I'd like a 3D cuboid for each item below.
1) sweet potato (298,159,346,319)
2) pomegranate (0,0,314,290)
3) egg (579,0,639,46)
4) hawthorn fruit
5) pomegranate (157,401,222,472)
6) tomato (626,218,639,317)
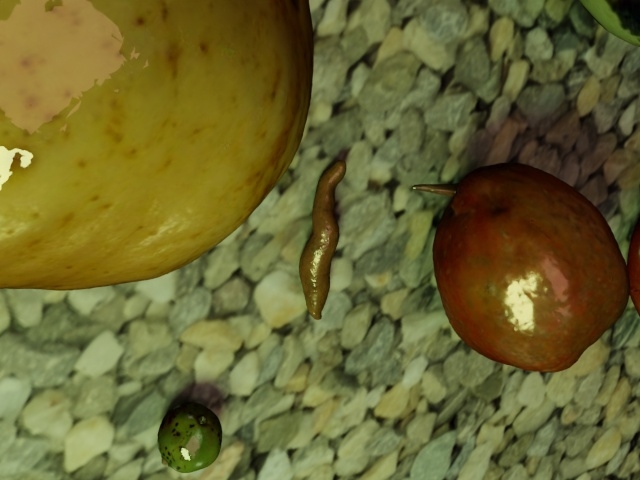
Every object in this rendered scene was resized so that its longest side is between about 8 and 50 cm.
[{"bbox_3d":[0.002,0.002,0.825,0.044,0.044,0.179,1,104,-26],"label":"sweet potato"},{"bbox_3d":[-0.165,-0.158,0.492,0.409,0.410,0.411,-7,107,-24],"label":"pomegranate"},{"bbox_3d":[0.385,-0.383,0.768,0.287,0.287,0.380,3,90,-27],"label":"egg"},{"bbox_3d":[0.211,0.014,0.849,0.210,0.210,0.262,-45,107,-8],"label":"hawthorn fruit"},{"bbox_3d":[-0.143,0.207,0.804,0.073,0.084,0.073,13,71,-43],"label":"pomegranate"},{"bbox_3d":[0.568,0.036,1.007,0.298,0.226,0.299,-6,103,-25],"label":"tomato"}]
